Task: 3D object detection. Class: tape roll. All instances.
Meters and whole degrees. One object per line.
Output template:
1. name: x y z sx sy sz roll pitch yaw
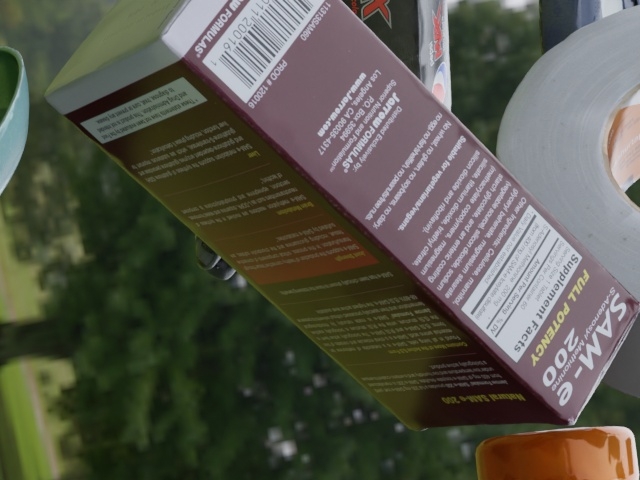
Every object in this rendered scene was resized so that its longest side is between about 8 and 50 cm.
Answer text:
1. tape roll: 0.198 -0.024 0.878 0.072 0.219 0.219 80 -3 -50

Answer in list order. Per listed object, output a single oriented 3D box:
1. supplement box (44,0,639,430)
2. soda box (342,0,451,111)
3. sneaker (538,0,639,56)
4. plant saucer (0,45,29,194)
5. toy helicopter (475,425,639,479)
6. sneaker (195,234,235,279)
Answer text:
1. supplement box: 0.010 -0.017 0.761 0.239 0.073 0.130 44 -25 -18
2. soda box: 0.038 -0.115 0.992 0.053 0.060 0.169 -61 154 -46
3. sneaker: 0.233 -0.210 1.169 0.112 0.131 0.319 68 36 -45
4. plant saucer: -0.143 -0.019 0.633 0.021 0.119 0.119 46 13 -28
5. toy helicopter: 0.060 0.152 0.778 0.355 0.235 0.140 115 -29 -79
6. sneaker: 0.000 0.000 1.140 0.072 0.178 0.077 50 45 -55
